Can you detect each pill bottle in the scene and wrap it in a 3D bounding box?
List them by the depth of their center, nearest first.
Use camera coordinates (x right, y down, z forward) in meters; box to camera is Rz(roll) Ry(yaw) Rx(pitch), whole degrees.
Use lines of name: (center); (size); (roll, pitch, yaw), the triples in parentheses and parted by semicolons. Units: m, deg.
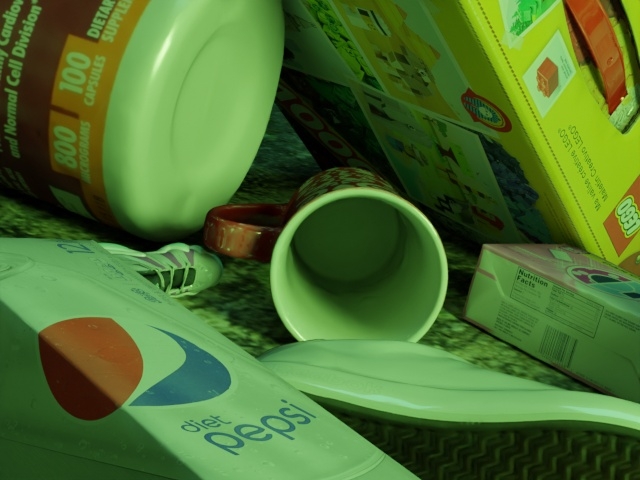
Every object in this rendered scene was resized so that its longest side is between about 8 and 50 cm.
pill bottle: (-0.247, -0.161, 1.084); (0.392, 0.224, 0.224); (20, 15, 18)

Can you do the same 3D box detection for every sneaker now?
sneaker: (0.095, 0.100, 0.685); (0.290, 0.105, 0.123); (16, 17, 9)
sneaker: (-0.103, 0.029, 0.898); (0.098, 0.038, 0.069); (-1, 21, -19)

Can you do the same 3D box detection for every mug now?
mug: (0.008, -0.006, 0.963); (0.150, 0.113, 0.169); (40, 8, -9)

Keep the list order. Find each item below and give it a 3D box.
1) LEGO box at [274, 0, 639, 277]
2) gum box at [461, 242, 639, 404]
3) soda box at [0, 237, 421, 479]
LEGO box: (0.083, -0.204, 1.141); (0.372, 0.193, 0.500); (27, -17, 40)
gum box: (0.204, 0.059, 1.030); (0.107, 0.062, 0.188); (-1, 21, -46)
soda box: (-0.073, 0.090, 0.579); (0.091, 0.098, 0.286); (2, 20, -40)
